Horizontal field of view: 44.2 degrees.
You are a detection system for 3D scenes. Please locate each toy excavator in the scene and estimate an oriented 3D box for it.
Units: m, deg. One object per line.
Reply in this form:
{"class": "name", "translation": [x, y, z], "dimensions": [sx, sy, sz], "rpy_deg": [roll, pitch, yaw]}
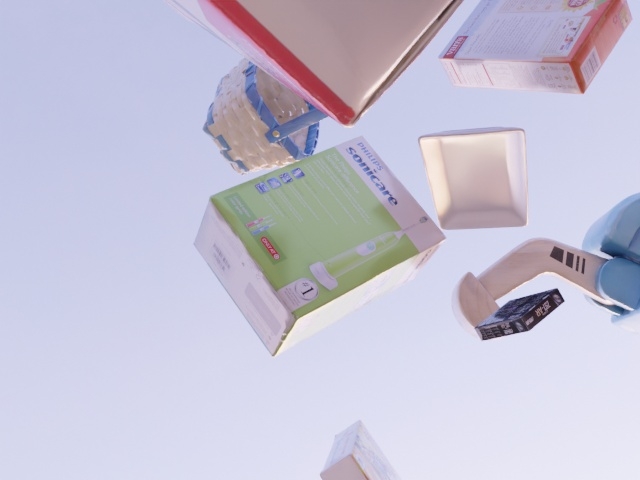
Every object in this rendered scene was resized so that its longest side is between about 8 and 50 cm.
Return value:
{"class": "toy excavator", "translation": [0.507, 0.046, 1.402], "dimensions": [0.445, 0.222, 0.433], "rpy_deg": [26, -102, 8]}

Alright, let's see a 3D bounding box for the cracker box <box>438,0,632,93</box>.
{"class": "cracker box", "translation": [0.310, -0.295, 1.156], "dimensions": [0.156, 0.232, 0.067], "rpy_deg": [-53, -49, -18]}

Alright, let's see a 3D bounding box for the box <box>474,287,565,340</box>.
{"class": "box", "translation": [0.221, 0.083, 0.879], "dimensions": [0.067, 0.083, 0.018], "rpy_deg": [-32, -88, -31]}

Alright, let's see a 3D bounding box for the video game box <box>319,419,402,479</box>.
{"class": "video game box", "translation": [0.082, 0.315, 0.890], "dimensions": [0.048, 0.187, 0.205], "rpy_deg": [-35, -94, 2]}

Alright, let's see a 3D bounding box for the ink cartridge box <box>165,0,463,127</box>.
{"class": "ink cartridge box", "translation": [-0.077, -0.217, 0.467], "dimensions": [0.226, 0.306, 0.131], "rpy_deg": [36, -87, -35]}

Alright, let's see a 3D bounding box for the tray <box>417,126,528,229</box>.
{"class": "tray", "translation": [0.235, -0.093, 1.178], "dimensions": [0.145, 0.030, 0.270], "rpy_deg": [-3, -29, 14]}

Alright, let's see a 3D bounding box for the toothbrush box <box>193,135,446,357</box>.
{"class": "toothbrush box", "translation": [0.000, 0.000, 1.109], "dimensions": [0.283, 0.206, 0.122], "rpy_deg": [-27, -20, -33]}

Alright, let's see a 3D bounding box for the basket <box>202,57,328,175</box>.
{"class": "basket", "translation": [-0.057, -0.265, 1.439], "dimensions": [0.288, 0.255, 0.201], "rpy_deg": [-27, -58, 29]}
